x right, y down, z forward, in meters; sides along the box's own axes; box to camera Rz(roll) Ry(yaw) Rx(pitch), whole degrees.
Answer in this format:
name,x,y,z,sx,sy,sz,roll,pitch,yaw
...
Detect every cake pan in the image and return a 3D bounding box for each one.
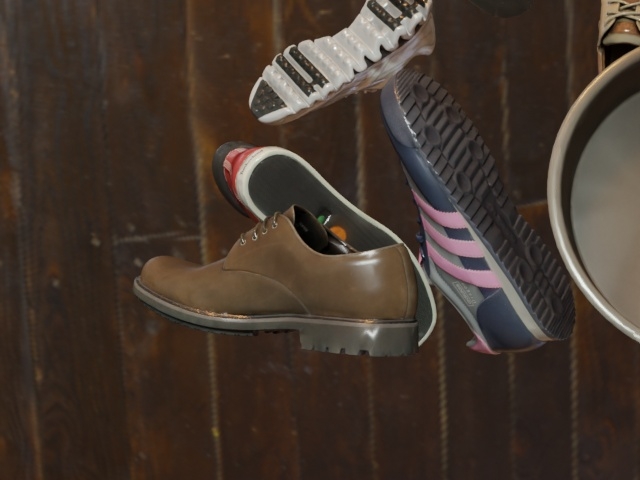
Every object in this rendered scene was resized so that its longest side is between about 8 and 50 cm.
name,x,y,z,sx,sy,sz,roll,pitch,yaw
cake pan,0.332,-0.032,1.022,0.293,0.054,0.293,-2,72,6

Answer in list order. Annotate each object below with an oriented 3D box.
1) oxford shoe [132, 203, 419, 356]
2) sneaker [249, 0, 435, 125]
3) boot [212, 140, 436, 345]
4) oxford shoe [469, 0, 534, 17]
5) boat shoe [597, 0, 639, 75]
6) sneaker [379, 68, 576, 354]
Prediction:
name,x,y,z,sx,sy,sz,roll,pitch,yaw
oxford shoe,-0.032,0.021,0.870,0.082,0.227,0.096,-5,98,-61
sneaker,0.039,-0.238,1.741,0.292,0.110,0.118,-32,146,-1
boot,0.000,0.000,1.186,0.088,0.176,0.244,-45,107,-7
oxford shoe,0.088,-0.266,1.036,0.212,0.076,0.076,39,107,-19
boat shoe,0.468,-0.312,1.853,0.116,0.123,0.325,-15,103,-63
sneaker,0.128,-0.017,1.281,0.112,0.131,0.319,-37,99,-48
